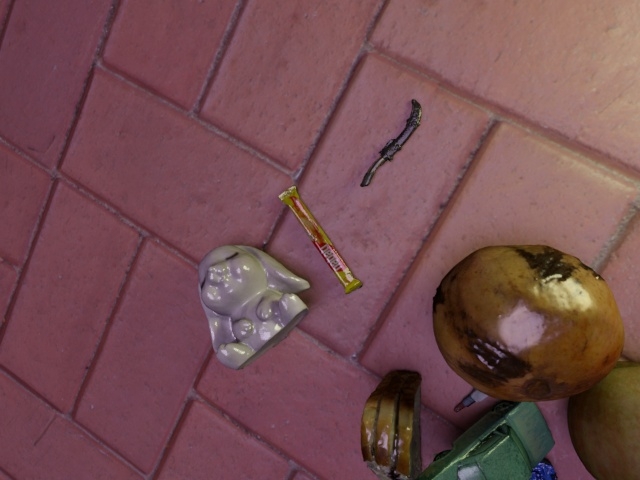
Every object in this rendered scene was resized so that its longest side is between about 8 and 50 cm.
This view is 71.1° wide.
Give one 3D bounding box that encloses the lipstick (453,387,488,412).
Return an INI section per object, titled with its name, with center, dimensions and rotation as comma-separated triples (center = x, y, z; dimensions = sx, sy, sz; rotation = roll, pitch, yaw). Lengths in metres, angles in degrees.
[lipstick]
center = 0.340, 0.354, 1.004
dimensions = 0.025, 0.025, 0.107
rotation = 46, 111, 7

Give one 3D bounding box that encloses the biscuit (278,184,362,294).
[biscuit]
center = 0.000, 0.000, 1.062
dimensions = 0.048, 0.026, 0.291
rotation = -35, 86, -3

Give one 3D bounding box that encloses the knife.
[knife]
center = 0.162, -0.206, 0.993
dimensions = 0.046, 0.021, 0.222
rotation = 34, 100, 9

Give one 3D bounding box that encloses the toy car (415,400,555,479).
[toy car]
center = 0.346, 0.447, 0.897
dimensions = 0.321, 0.097, 0.141
rotation = -27, 87, -24

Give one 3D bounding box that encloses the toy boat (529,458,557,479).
[toy boat]
center = 0.417, 0.528, 0.958
dimensions = 0.175, 0.110, 0.091
rotation = -17, 91, 19

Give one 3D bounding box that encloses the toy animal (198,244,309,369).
[toy animal]
center = -0.183, 0.133, 1.052
dimensions = 0.272, 0.206, 0.265
rotation = -44, 75, 1

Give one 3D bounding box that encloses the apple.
[apple]
center = 0.596, 0.343, 0.815
dimensions = 0.257, 0.257, 0.233
rotation = -4, 78, 16

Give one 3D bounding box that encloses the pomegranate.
[pomegranate]
center = 0.373, 0.154, 0.841
dimensions = 0.323, 0.322, 0.321
rotation = 2, 97, 16

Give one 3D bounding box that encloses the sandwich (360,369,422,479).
[sandwich]
center = 0.157, 0.446, 0.951
dimensions = 0.100, 0.254, 0.288
rotation = 1, 99, 18
